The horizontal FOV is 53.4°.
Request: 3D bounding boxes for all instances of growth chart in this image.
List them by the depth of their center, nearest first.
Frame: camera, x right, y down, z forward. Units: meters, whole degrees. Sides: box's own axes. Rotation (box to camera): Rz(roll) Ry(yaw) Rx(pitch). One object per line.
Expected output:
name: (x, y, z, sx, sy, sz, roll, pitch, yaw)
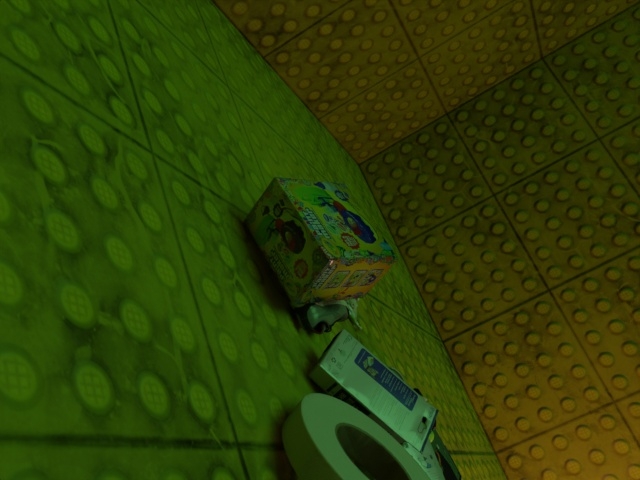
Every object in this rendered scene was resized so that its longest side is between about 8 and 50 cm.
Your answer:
growth chart: (0.093, 0.198, 2.250, 0.172, 0.021, 0.237, 55, 14, -17)

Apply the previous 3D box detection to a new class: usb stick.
usb stick: (0.349, 0.578, 2.187, 0.278, 0.045, 0.077, -136, -130, -87)

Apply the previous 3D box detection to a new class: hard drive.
hard drive: (0.370, 0.737, 2.068, 0.236, 0.064, 0.339, 62, 14, 5)

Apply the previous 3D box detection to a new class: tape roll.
tape roll: (0.094, 0.471, 1.296, 0.392, 0.072, 0.392, 38, 8, -6)

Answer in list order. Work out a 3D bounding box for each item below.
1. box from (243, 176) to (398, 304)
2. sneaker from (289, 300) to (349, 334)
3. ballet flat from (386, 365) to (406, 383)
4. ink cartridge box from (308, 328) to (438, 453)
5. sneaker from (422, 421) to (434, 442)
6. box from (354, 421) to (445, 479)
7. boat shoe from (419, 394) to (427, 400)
box: (0.000, 0.000, 1.700, 0.279, 0.177, 0.290, -1, 48, -47)
sneaker: (0.004, 0.212, 1.771, 0.272, 0.100, 0.107, 19, 52, -61)
ballet flat: (0.254, 0.492, 2.110, 0.086, 0.086, 0.248, -92, 158, -62)
ink cartridge box: (0.137, 0.388, 1.611, 0.333, 0.065, 0.165, 41, 37, 2)
sneaker: (0.249, 0.571, 1.904, 0.109, 0.123, 0.295, 34, -3, -1)
box: (0.184, 0.531, 1.610, 0.232, 0.058, 0.321, 7, 51, -37)
boat shoe: (0.212, 0.468, 1.849, 0.233, 0.084, 0.079, 13, 84, -33)
